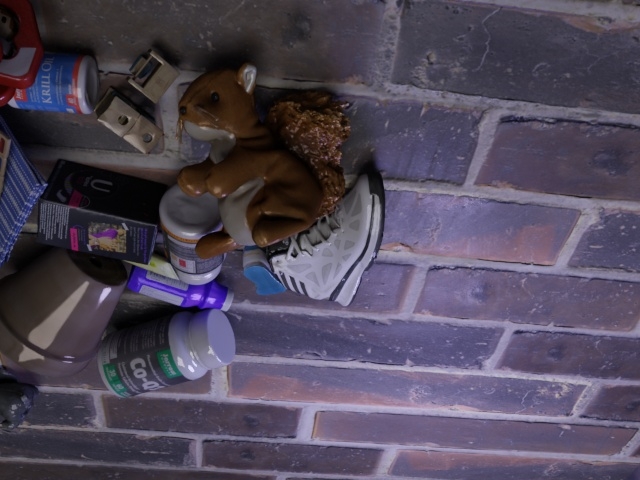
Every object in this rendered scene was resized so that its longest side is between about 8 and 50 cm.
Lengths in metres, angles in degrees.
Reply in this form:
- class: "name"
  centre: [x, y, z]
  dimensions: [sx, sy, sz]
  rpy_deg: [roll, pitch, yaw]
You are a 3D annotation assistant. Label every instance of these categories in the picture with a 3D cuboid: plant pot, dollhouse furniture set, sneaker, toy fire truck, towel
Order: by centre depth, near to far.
- class: "toy fire truck"
  centre: [-0.676, -0.409, 1.249]
  dimensions: [0.302, 0.254, 0.169]
  rpy_deg: [12, 163, -10]
- class: "dollhouse furniture set"
  centre: [-0.381, -0.306, 1.449]
  dimensions: [0.129, 0.129, 0.184]
  rpy_deg: [38, 93, -31]
- class: "towel"
  centre: [-0.757, -0.117, 1.558]
  dimensions: [0.243, 0.040, 0.336]
  rpy_deg: [54, 126, 12]
- class: "sneaker"
  centre: [0.000, 0.001, 1.682]
  dimensions: [0.257, 0.169, 0.447]
  rpy_deg: [8, 135, -10]
- class: "plant pot"
  centre: [-0.670, 0.146, 1.751]
  dimensions: [0.323, 0.323, 0.280]
  rpy_deg: [35, 108, -28]
- class: "sneaker"
  centre: [-0.150, 0.082, 1.819]
  dimensions: [0.087, 0.092, 0.229]
  rpy_deg: [-10, 152, 6]

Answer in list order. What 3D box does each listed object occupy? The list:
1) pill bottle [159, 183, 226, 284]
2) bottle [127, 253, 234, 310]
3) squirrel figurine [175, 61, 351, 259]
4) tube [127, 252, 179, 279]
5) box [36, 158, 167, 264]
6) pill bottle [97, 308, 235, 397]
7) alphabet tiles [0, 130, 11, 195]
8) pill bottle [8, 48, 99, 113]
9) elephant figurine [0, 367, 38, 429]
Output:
- class: "pill bottle"
  centre: [-0.310, -0.010, 1.648]
  dimensions: [0.162, 0.162, 0.278]
  rpy_deg: [6, 148, -6]
- class: "bottle"
  centre: [-0.380, 0.122, 1.827]
  dimensions: [0.283, 0.118, 0.092]
  rpy_deg: [20, 127, -19]
- class: "squirrel figurine"
  centre: [-0.126, -0.197, 1.442]
  dimensions: [0.281, 0.397, 0.370]
  rpy_deg: [-10, 102, 58]
- class: "tube"
  centre: [-0.476, 0.036, 1.714]
  dimensions: [0.240, 0.070, 0.062]
  rpy_deg: [22, 106, 15]
- class: "box"
  centre: [-0.526, -0.068, 1.614]
  dimensions: [0.270, 0.165, 0.143]
  rpy_deg: [13, 130, -13]
- class: "pill bottle"
  centre: [-0.449, 0.325, 1.957]
  dimensions: [0.361, 0.204, 0.204]
  rpy_deg: [-18, 131, 15]
- class: "alphabet tiles"
  centre: [-0.804, -0.228, 1.465]
  dimensions: [0.285, 0.011, 0.342]
  rpy_deg: [39, 132, 4]
- class: "pill bottle"
  centre: [-0.590, -0.334, 1.393]
  dimensions: [0.221, 0.124, 0.124]
  rpy_deg: [3, 133, -4]
- class: "elephant figurine"
  centre: [-1.062, 0.501, 2.163]
  dimensions: [0.239, 0.169, 0.186]
  rpy_deg: [28, 99, -5]
